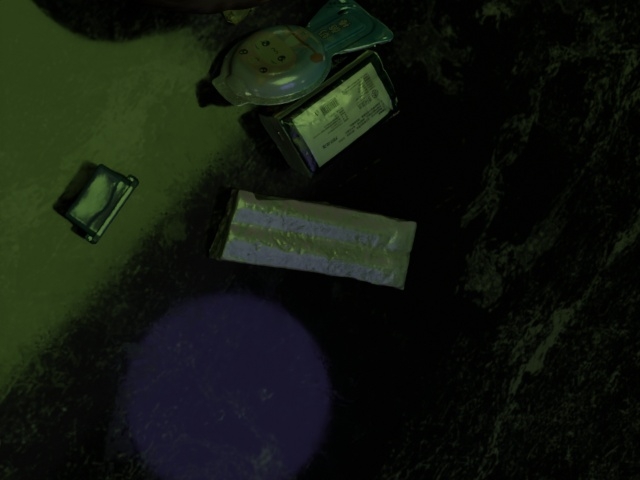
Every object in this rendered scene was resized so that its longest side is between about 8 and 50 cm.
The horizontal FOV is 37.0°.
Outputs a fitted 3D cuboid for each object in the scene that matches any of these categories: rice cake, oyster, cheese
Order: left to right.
[{"bbox_3d":[-0.124,-0.327,1.259,0.054,0.019,0.083,-47,114,-10],"label":"oyster"},{"bbox_3d":[-0.030,-0.248,1.265,0.245,0.135,0.052,-33,151,-19],"label":"cheese"},{"bbox_3d":[-0.001,-0.002,1.336,0.298,0.050,0.106,10,92,-24],"label":"rice cake"}]

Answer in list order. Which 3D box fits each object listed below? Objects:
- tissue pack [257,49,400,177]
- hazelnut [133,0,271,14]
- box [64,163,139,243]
[{"bbox_3d":[0.015,-0.176,1.300,0.170,0.090,0.103,-37,115,-14],"label":"tissue pack"},{"bbox_3d":[-0.167,-0.408,1.060,0.372,0.372,0.315,37,120,-23],"label":"hazelnut"},{"bbox_3d":[-0.277,-0.049,1.200,0.054,0.074,0.099,35,82,-9],"label":"box"}]
